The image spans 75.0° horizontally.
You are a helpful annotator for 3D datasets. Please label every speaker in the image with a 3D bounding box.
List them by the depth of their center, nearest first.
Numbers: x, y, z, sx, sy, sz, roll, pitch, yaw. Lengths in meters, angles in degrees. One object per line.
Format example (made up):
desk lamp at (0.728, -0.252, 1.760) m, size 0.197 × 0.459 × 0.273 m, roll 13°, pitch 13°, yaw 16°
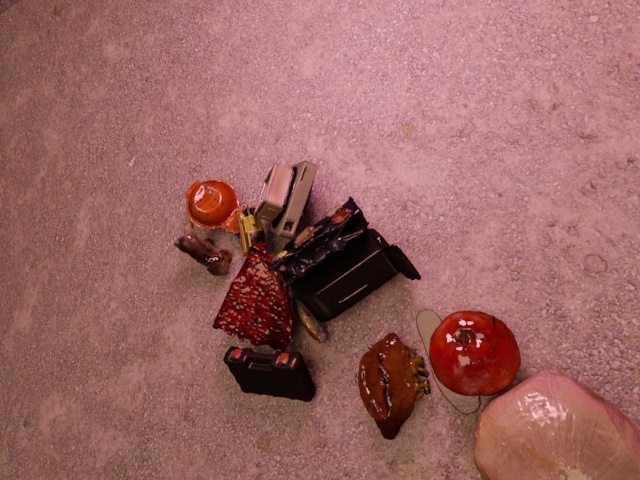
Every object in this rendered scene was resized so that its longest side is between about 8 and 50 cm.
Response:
speaker at (0.100, 0.129, 1.306) m, size 0.388 × 0.184 × 0.180 m, roll -37°, pitch 109°, yaw 15°

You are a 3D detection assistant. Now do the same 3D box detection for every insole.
insole at (0.382, 0.367, 1.275) m, size 0.111 × 0.007 × 0.328 m, roll -27°, pitch 72°, yaw 16°

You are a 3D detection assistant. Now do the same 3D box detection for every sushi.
sushi at (0.217, 0.436, 1.265) m, size 0.166 × 0.179 × 0.297 m, roll -34°, pitch 52°, yaw 40°

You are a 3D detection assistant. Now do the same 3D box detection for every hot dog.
hot dog at (-0.044, 0.272, 1.428) m, size 0.053 × 0.099 × 0.192 m, roll -31°, pitch 63°, yaw -15°

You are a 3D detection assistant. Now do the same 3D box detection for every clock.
clock at (-0.158, -0.155, 1.401) m, size 0.071 × 0.192 × 0.147 m, roll 19°, pitch 73°, yaw -15°

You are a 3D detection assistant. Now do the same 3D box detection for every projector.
projector at (-0.094, -0.138, 1.446) m, size 0.079 × 0.259 × 0.257 m, roll 20°, pitch 90°, yaw -17°

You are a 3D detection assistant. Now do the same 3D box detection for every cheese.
cheese at (-0.382, -0.116, 1.607) m, size 0.329 × 0.129 × 0.217 m, roll 33°, pitch 77°, yaw 10°

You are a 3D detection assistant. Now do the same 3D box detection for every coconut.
coconut at (0.560, 0.523, 0.980) m, size 0.404 × 0.404 × 0.405 m, roll -4°, pitch 81°, yaw 23°

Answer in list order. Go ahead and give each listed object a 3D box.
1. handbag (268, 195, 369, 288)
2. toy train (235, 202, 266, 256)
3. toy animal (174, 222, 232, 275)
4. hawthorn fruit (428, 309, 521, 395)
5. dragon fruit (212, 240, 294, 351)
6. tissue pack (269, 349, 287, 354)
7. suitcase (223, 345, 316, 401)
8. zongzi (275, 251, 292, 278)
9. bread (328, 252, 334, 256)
handbag at (0.000, 0.000, 1.314) m, size 0.303 × 0.329 × 0.122 m, roll -36°, pitch 94°, yaw 14°
toy train at (-0.246, -0.038, 1.500) m, size 0.089 × 0.127 × 0.220 m, roll -8°, pitch 81°, yaw -22°
toy animal at (-0.451, 0.039, 1.604) m, size 0.121 × 0.233 × 0.168 m, roll -50°, pitch 26°, yaw -2°
hawthorn fruit at (0.400, 0.290, 1.125) m, size 0.241 × 0.271 × 0.242 m, roll -21°, pitch 50°, yaw 27°
dragon fruit at (-0.181, 0.177, 1.455) m, size 0.285 × 0.228 × 0.330 m, roll 19°, pitch 98°, yaw 5°
tissue pack at (-0.163, 0.429, 1.492) m, size 0.108 × 0.023 × 0.056 m, roll -32°, pitch 71°, yaw 16°
suitcase at (-0.171, 0.451, 1.410) m, size 0.285 × 0.207 × 0.066 m, roll -2°, pitch 37°, yaw 24°
zongzi at (-0.097, 0.081, 1.509) m, size 0.113 × 0.052 × 0.104 m, roll -21°, pitch 82°, yaw 6°
bread at (0.060, 0.091, 1.441) m, size 0.090 × 0.035 × 0.094 m, roll -39°, pitch 69°, yaw 13°
